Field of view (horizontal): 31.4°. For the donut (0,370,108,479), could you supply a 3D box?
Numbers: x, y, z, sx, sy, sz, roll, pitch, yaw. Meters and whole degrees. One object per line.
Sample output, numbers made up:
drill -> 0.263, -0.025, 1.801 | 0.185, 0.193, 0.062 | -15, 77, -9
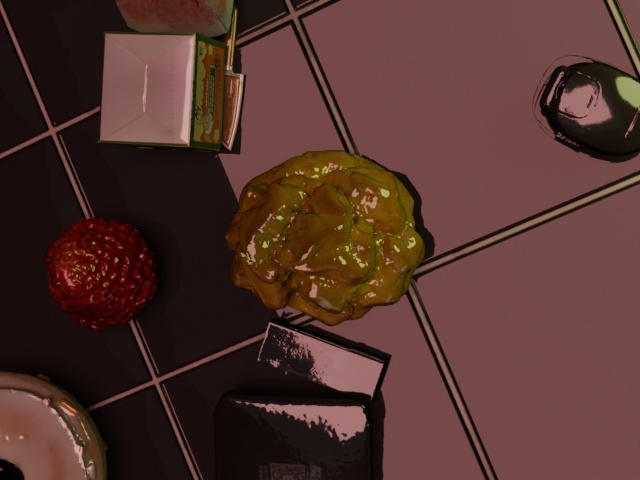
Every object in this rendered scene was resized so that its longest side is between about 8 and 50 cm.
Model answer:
donut -> -0.556, 0.420, 2.073 | 0.383, 0.142, 0.382 | 0, 92, 12

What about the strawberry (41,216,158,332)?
strawberry -> -0.400, 0.057, 1.977 | 0.205, 0.244, 0.205 | 1, 92, 14

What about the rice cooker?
rice cooker -> 0.451, -0.216, 1.859 | 0.203, 0.118, 0.142 | 27, 98, 9

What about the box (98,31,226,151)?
box -> -0.272, -0.257, 1.986 | 0.177, 0.148, 0.195 | 4, 92, 17

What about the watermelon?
watermelon -> -0.263, -0.476, 1.954 | 0.213, 0.201, 0.261 | -4, 95, 20

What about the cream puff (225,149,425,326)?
cream puff -> 0.002, 0.000, 1.893 | 0.324, 0.257, 0.291 | 23, 100, 10

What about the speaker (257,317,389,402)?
speaker -> 0.004, 0.208, 2.001 | 0.218, 0.044, 0.082 | 20, 96, 10

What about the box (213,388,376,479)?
box -> -0.045, 0.407, 1.991 | 0.289, 0.073, 0.290 | 1, 100, 12

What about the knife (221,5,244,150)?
knife -> -0.160, -0.289, 2.029 | 0.046, 0.022, 0.256 | 5, 93, 7
